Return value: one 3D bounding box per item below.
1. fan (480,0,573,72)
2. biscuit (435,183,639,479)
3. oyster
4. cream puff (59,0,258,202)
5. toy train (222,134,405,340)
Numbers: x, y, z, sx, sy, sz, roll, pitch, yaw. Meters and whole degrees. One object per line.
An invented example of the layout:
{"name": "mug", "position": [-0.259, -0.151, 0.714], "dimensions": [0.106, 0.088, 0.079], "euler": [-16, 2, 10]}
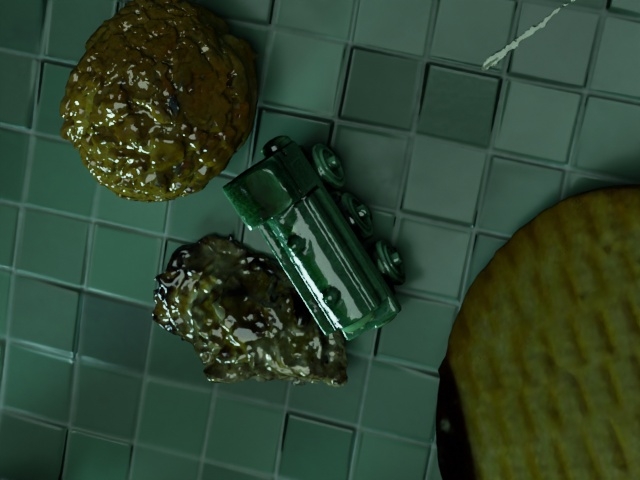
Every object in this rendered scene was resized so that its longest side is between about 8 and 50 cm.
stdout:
{"name": "fan", "position": [0.237, -0.218, 1.266], "dimensions": [0.310, 0.010, 0.182], "euler": [-39, 93, 19]}
{"name": "biscuit", "position": [0.210, 0.113, 1.251], "dimensions": [0.318, 0.040, 0.317], "euler": [-15, 68, 42]}
{"name": "oyster", "position": [-0.055, 0.070, 1.395], "dimensions": [0.177, 0.056, 0.105], "euler": [37, 102, 7]}
{"name": "cream puff", "position": [-0.126, -0.107, 1.329], "dimensions": [0.150, 0.115, 0.165], "euler": [1, 104, 9]}
{"name": "toy train", "position": [0.000, 0.000, 1.330], "dimensions": [0.071, 0.111, 0.170], "euler": [-30, 96, 24]}
